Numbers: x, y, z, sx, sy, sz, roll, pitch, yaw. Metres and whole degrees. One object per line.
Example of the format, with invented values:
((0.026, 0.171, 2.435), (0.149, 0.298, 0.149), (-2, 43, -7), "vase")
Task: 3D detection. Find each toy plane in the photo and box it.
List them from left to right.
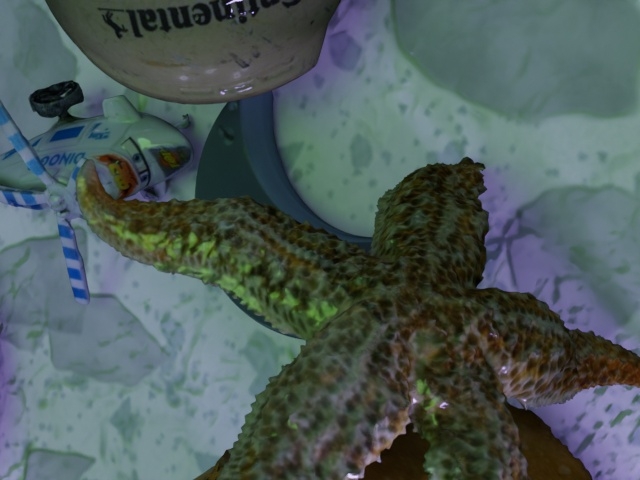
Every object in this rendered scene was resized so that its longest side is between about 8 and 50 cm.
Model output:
((-0.213, -0.044, 0.958), (0.273, 0.107, 0.182), (-20, 117, 36), "toy plane")

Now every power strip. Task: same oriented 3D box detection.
((0.000, 0.000, 0.856), (0.216, 0.044, 0.137), (38, 107, 27), "power strip")

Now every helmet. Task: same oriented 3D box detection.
((-0.056, -0.157, 0.825), (0.257, 0.204, 0.137), (-12, 99, 14), "helmet")

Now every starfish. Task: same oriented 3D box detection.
((0.057, 0.066, 0.658), (0.358, 0.347, 0.078), (57, 136, 32), "starfish")

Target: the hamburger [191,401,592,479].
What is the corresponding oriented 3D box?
((0.052, 0.223, 0.672), (0.174, 0.304, 0.284), (-41, 59, 34), "hamburger")
